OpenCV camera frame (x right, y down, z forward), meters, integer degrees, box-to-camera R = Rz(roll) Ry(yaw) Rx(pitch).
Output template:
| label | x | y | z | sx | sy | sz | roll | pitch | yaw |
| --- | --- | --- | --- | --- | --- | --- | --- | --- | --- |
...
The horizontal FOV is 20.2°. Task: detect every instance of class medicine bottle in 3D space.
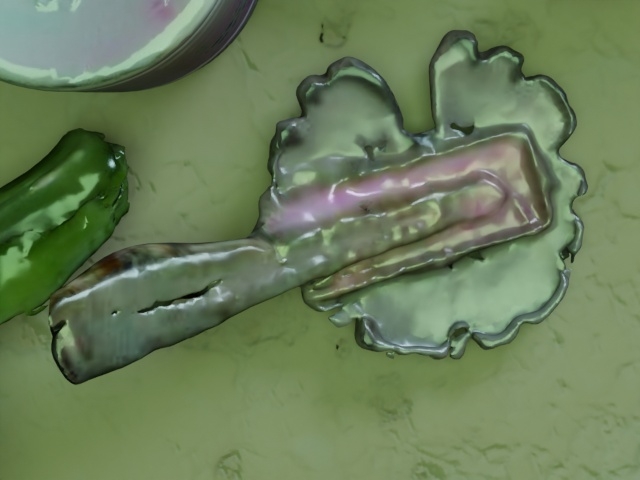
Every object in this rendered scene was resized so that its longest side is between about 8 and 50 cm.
| label | x | y | z | sx | sy | sz | roll | pitch | yaw |
| --- | --- | --- | --- | --- | --- | --- | --- | --- | --- |
| medicine bottle | -0.103 | -0.145 | 0.849 | 0.152 | 0.254 | 0.152 | 0 | 94 | 1 |

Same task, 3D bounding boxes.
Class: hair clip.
| label | x | y | z | sx | sy | sz | roll | pitch | yaw |
| --- | --- | --- | --- | --- | --- | --- | --- | --- | --- |
| hair clip | -0.004 | 0.000 | 0.941 | 0.300 | 0.069 | 0.173 | -18 | 100 | -16 |

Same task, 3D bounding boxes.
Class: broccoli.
| label | x | y | z | sx | sy | sz | roll | pitch | yaw |
| --- | --- | --- | --- | --- | --- | --- | --- | --- | --- |
| broccoli | -0.235 | 0.039 | 0.949 | 0.198 | 0.177 | 0.275 | 17 | 62 | 32 |
